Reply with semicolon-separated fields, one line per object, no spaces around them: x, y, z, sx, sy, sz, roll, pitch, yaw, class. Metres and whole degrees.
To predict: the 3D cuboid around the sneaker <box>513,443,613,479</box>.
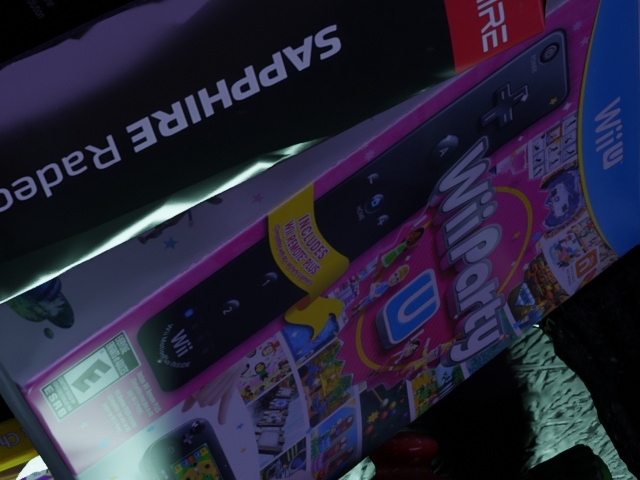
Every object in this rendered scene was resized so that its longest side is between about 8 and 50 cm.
0.153;0.228;1.014;0.134;0.343;0.146;-37;106;3;sneaker

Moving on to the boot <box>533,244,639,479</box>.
0.281;0.017;0.952;0.348;0.260;0.131;-32;137;-5;boot

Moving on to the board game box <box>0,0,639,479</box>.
0.000;0.000;0.810;0.303;0.097;0.224;-37;148;-13;board game box

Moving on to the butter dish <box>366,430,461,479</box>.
0.042;0.152;0.885;0.160;0.118;0.160;6;166;-35;butter dish

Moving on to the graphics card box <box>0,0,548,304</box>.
-0.138;-0.081;0.618;0.371;0.233;0.094;-27;136;-12;graphics card box

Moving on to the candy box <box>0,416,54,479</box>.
-0.191;0.138;0.888;0.206;0.027;0.105;-20;151;-27;candy box
